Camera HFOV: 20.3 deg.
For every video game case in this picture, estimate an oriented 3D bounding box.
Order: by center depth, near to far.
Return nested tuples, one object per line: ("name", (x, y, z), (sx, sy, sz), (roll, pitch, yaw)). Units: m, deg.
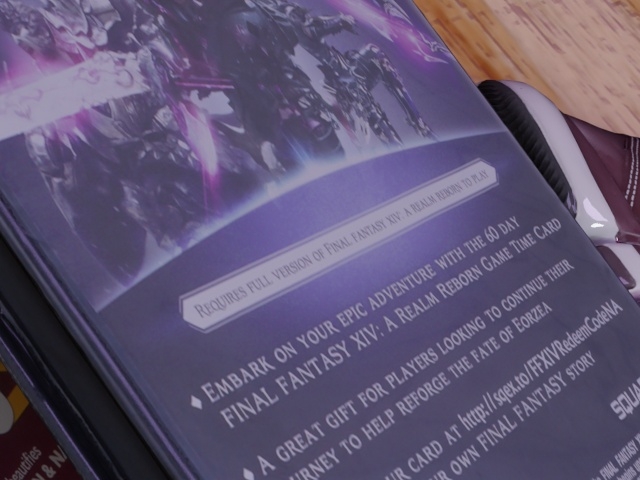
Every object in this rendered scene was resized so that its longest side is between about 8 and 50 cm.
("video game case", (0.000, 0.000, 0.389), (0.274, 0.026, 0.196), (53, 30, 7))

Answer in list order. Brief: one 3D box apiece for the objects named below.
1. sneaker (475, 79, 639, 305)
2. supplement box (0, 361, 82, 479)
("sneaker", (0.145, 0.067, 0.565), (0.163, 0.106, 0.281), (2, 55, -38))
("supplement box", (-0.030, 0.055, 0.454), (0.188, 0.104, 0.081), (43, 43, 4))
